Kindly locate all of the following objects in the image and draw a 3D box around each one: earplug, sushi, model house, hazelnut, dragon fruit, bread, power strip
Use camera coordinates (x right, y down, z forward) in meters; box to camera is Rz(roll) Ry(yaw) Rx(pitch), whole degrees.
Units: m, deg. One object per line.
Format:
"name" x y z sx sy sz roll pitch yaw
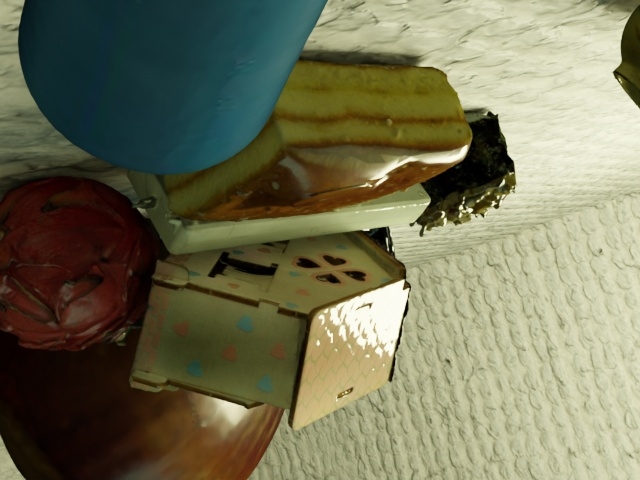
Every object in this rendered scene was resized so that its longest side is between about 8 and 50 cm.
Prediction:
"earplug" -0.040 -0.133 0.353 0.133 0.132 0.273 -12 168 -23
"sushi" 0.156 -0.074 1.158 0.147 0.114 0.212 -14 173 -12
"model house" -0.034 0.074 0.979 0.244 0.169 0.326 10 -161 3
"hazelnut" -0.238 0.203 1.257 0.402 0.402 0.429 -16 136 0
"dragon fruit" -0.237 0.022 0.887 0.172 0.172 0.209 -18 159 18
"bread" -0.002 -0.080 0.825 0.234 0.110 0.184 -9 171 -42
"power strip" -0.035 -0.053 0.960 0.367 0.106 0.043 -8 145 -42

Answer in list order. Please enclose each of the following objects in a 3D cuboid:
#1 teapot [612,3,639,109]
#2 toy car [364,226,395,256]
"teapot" 0.366 -0.168 0.825 0.182 0.173 0.269 -43 175 14
"toy car" 0.000 -0.002 1.279 0.193 0.118 0.301 -12 175 7
